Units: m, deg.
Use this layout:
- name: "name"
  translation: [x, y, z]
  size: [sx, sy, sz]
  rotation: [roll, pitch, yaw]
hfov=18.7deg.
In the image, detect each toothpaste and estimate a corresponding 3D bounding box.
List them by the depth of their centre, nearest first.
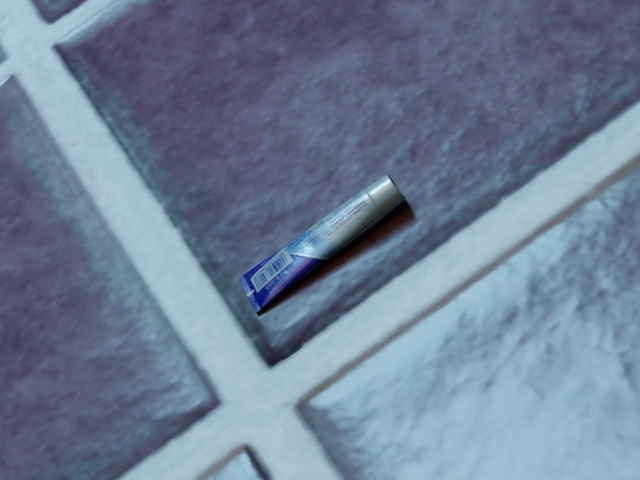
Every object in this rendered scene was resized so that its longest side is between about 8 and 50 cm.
- name: "toothpaste"
  translation: [0.000, 0.000, 0.863]
  size: [0.083, 0.015, 0.024]
  rotation: [-37, 46, 5]
